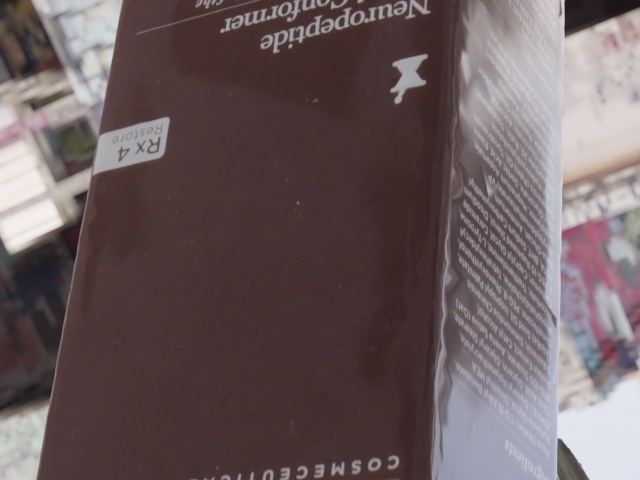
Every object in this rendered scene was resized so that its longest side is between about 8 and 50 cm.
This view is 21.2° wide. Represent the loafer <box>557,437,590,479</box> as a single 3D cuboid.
[{"bbox_3d":[0.198,0.244,1.280,0.087,0.251,0.094,10,129,-31],"label":"loafer"}]

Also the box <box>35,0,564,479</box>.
[{"bbox_3d":[0.000,0.000,0.783,0.191,0.143,0.381,-11,-122,26],"label":"box"}]
